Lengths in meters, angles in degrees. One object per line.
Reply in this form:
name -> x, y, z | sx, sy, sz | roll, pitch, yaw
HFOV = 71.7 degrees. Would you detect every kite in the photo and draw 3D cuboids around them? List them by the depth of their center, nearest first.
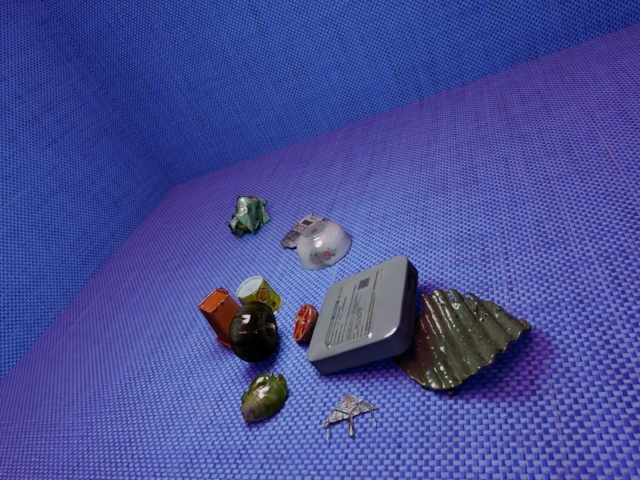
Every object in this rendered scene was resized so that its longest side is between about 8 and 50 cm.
kite -> 0.089, 0.534, 1.366 | 0.182, 0.010, 0.160 | -21, 27, 8

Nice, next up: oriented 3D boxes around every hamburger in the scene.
hamburger -> -0.414, -0.133, 2.626 | 0.150, 0.260, 0.276 | 22, 88, 25

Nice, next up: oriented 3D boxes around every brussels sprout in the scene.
brussels sprout -> -0.198, 0.538, 1.525 | 0.181, 0.101, 0.139 | -33, 48, -28

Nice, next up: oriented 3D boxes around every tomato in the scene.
tomato -> -0.048, 0.327, 1.719 | 0.156, 0.069, 0.156 | -55, 22, 36

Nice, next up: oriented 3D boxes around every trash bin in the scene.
trash bin -> -0.379, 0.328, 1.843 | 0.184, 0.239, 0.161 | 10, 48, 44

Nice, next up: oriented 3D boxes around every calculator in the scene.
calculator -> -0.102, -0.047, 2.376 | 0.268, 0.040, 0.177 | -40, 32, -17

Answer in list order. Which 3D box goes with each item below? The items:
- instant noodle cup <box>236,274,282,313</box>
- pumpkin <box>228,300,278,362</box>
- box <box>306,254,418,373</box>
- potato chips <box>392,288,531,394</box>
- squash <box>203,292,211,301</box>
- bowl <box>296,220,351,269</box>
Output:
instant noodle cup -> -0.283, 0.252, 1.972 | 0.182, 0.144, 0.182 | -22, 31, 14
pumpkin -> -0.248, 0.354, 1.711 | 0.159, 0.238, 0.238 | -8, 36, 23
box -> 0.152, 0.260, 1.574 | 0.396, 0.111, 0.396 | -26, 27, 34
potato chips -> 0.413, 0.293, 1.368 | 0.373, 0.097, 0.389 | -40, 26, -14
squash -> -0.459, 0.306, 1.997 | 0.095, 0.188, 0.095 | -23, 30, 15
bowl -> 0.000, 0.000, 2.123 | 0.276, 0.145, 0.277 | -21, 29, 12
